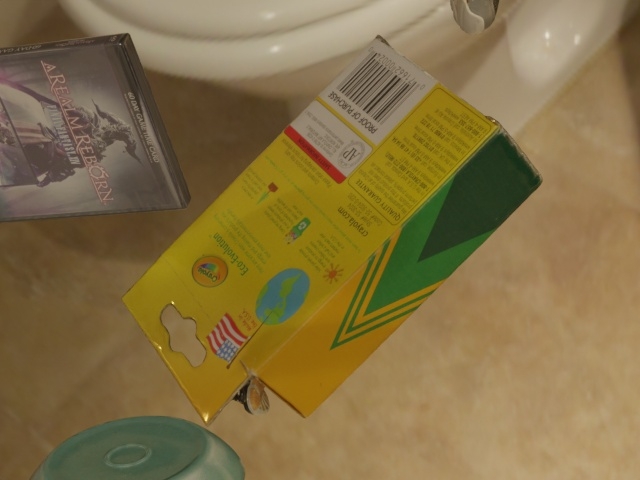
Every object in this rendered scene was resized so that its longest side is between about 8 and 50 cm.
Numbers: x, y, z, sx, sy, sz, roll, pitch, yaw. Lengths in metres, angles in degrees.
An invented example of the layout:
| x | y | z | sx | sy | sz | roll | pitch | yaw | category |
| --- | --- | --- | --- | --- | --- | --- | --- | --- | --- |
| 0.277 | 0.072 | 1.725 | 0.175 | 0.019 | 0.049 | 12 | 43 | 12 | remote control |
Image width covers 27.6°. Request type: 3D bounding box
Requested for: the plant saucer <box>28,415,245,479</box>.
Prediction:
| x | y | z | sx | sy | sz | roll | pitch | yaw | category |
| --- | --- | --- | --- | --- | --- | --- | --- | --- | --- |
| -0.100 | 0.121 | 0.683 | 0.119 | 0.021 | 0.119 | -6 | 19 | 2 | plant saucer |

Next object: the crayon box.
| x | y | z | sx | sy | sz | roll | pitch | yaw | category |
| --- | --- | --- | --- | --- | --- | --- | --- | --- | --- |
| 0.000 | 0.000 | 1.066 | 0.318 | 0.081 | 0.202 | -44 | 40 | 1 | crayon box |

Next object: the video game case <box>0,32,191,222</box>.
| x | y | z | sx | sy | sz | roll | pitch | yaw | category |
| --- | --- | --- | --- | --- | --- | --- | --- | --- | --- |
| -0.285 | -0.104 | 1.298 | 0.274 | 0.196 | 0.026 | -3 | 38 | 19 | video game case |

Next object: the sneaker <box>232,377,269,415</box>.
| x | y | z | sx | sy | sz | roll | pitch | yaw | category |
| --- | --- | --- | --- | --- | --- | --- | --- | --- | --- |
| -0.067 | 0.136 | 1.161 | 0.037 | 0.032 | 0.083 | -22 | 19 | 4 | sneaker |

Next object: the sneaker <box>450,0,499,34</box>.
| x | y | z | sx | sy | sz | roll | pitch | yaw | category |
| --- | --- | --- | --- | --- | --- | --- | --- | --- | --- |
| 0.150 | -0.266 | 1.088 | 0.083 | 0.084 | 0.214 | 7 | 65 | 8 | sneaker |
